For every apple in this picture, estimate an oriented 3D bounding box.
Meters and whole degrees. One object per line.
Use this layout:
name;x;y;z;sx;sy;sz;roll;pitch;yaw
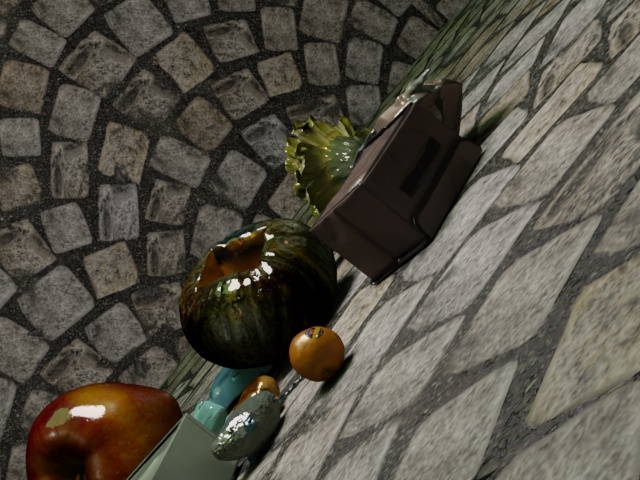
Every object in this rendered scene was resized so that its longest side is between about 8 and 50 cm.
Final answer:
apple;-0.378;0.393;1.963;0.288;0.288;0.317;-48;-11;19

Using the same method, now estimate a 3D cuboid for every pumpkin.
pumpkin;-0.116;0.096;2.028;0.320;0.192;0.320;-28;28;16

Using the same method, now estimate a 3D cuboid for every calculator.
calculator;-0.103;0.192;2.252;0.256;0.054;0.386;-45;5;34

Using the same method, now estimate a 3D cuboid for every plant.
plant;0.044;-0.195;2.537;0.297;0.261;0.306;-39;24;59

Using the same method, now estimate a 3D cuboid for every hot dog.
hot dog;-0.099;0.265;1.788;0.090;0.060;0.140;-59;3;-33

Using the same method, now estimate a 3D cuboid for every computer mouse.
computer mouse;0.180;-0.186;1.997;0.199;0.115;0.389;-36;-15;-24

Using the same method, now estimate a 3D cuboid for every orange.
orange;-0.004;0.165;1.588;0.083;0.083;0.083;-49;6;7

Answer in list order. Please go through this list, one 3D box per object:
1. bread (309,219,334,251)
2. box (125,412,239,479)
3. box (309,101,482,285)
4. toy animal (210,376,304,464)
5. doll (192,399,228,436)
bread;0.000;0.001;2.313;0.367;0.077;0.084;-42;13;-37
box;-0.247;0.419;1.635;0.225;0.117;0.225;-48;7;22
box;0.124;-0.082;1.810;0.188;0.153;0.252;-44;10;51
toy animal;-0.069;0.251;1.673;0.253;0.070;0.079;-40;36;-28
doll;-0.198;0.348;1.810;0.159;0.059;0.159;55;-125;-68
